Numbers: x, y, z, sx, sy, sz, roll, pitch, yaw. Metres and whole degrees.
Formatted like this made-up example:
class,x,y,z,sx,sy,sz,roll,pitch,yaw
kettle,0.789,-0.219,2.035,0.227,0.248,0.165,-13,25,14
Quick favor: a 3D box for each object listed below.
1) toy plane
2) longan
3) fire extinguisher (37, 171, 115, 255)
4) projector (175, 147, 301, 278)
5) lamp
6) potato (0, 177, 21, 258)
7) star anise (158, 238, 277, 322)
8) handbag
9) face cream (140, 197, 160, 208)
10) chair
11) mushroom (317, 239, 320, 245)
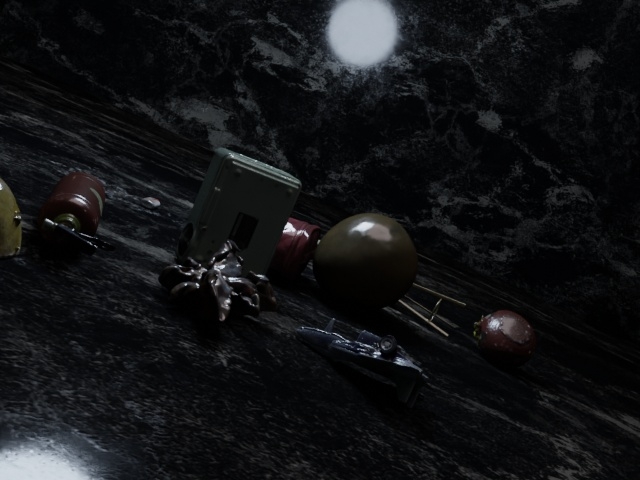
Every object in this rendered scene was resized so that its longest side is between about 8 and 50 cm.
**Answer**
class,x,y,z,sx,sy,sz,roll,pitch,yaw
toy plane,0.075,0.199,1.304,0.267,0.088,0.212,27,-14,30
longan,0.110,0.056,1.779,0.258,0.258,0.258,24,9,-4
fire extinguisher,-0.435,-0.040,1.309,0.138,0.102,0.344,23,9,-19
projector,-0.172,-0.043,1.511,0.192,0.256,0.099,20,8,-27
lamp,0.483,0.264,1.891,0.156,0.135,0.157,-16,60,-30
potato,-0.551,-0.063,1.115,0.202,0.117,0.182,28,13,20
star anise,-0.180,0.076,1.296,0.198,0.110,0.257,28,16,22
handbag,-0.081,0.016,1.772,0.135,0.146,0.225,22,7,5
face cream,-0.442,-0.099,1.886,0.040,0.021,0.083,25,9,1
chair,0.281,0.177,1.991,0.222,0.104,0.095,31,-15,13
mushroom,-0.002,0.002,2.410,0.068,0.043,0.306,39,-1,-31
